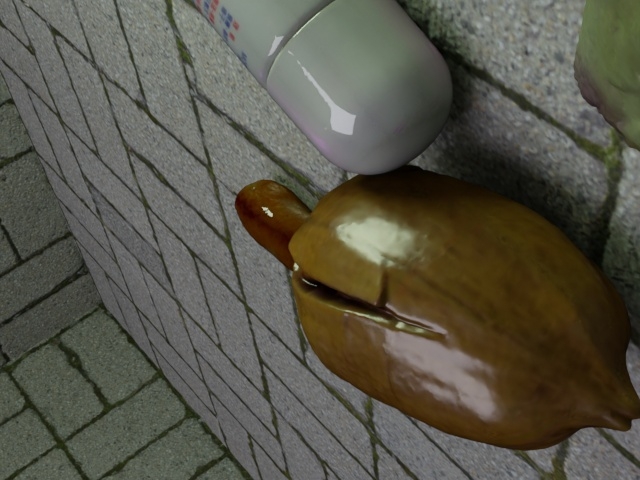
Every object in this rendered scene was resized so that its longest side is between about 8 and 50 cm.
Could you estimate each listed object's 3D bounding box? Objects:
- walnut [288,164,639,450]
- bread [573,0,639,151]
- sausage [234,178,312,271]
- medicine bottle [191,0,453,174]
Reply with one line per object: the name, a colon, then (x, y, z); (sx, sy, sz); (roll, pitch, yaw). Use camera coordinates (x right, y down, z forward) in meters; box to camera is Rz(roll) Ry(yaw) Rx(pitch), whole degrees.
walnut: (0.116, 0.058, 0.784); (0.336, 0.209, 0.208); (31, 148, 42)
bread: (0.201, -0.151, 0.341); (0.187, 0.155, 0.338); (49, 159, 28)
sausage: (0.001, 0.004, 1.131); (0.302, 0.076, 0.102); (24, 135, 52)
medicine bottle: (-0.026, -0.199, 0.804); (0.341, 0.130, 0.130); (52, 159, 13)
